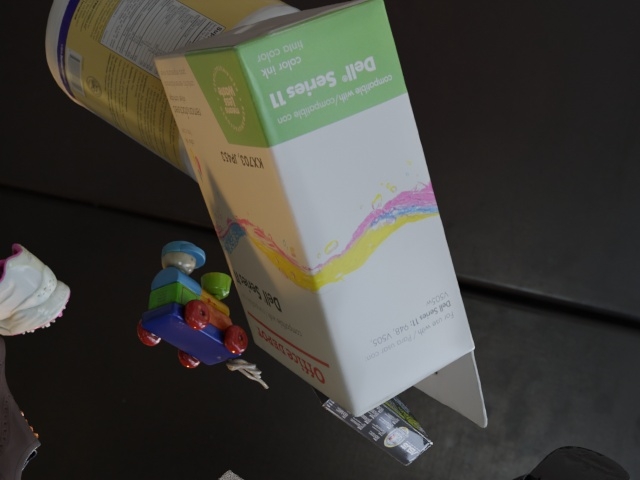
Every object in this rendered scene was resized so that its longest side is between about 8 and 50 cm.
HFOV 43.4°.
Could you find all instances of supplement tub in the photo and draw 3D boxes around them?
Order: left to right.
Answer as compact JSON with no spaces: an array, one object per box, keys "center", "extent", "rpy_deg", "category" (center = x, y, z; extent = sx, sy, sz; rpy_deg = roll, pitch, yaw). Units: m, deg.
[{"center":[-0.142,-0.208,0.992],"extent":[0.331,0.241,0.241],"rpy_deg":[33,-174,19],"category":"supplement tub"}]

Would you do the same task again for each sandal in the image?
[{"center":[0.188,0.222,0.664],"extent":[0.097,0.054,0.254],"rpy_deg":[18,-159,27],"category":"sandal"}]

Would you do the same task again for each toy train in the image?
[{"center":[-0.154,0.113,1.191],"extent":[0.105,0.143,0.248],"rpy_deg":[-20,142,26],"category":"toy train"}]

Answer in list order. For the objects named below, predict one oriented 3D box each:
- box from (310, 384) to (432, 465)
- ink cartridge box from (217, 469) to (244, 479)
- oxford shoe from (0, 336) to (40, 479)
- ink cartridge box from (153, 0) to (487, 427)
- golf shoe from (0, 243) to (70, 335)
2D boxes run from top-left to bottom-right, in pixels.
[{"center":[0.045,0.213,1.252],"extent":[0.270,0.060,0.216],"rpy_deg":[44,-174,-45],"category":"box"},{"center":[-0.072,0.293,0.741],"extent":[0.143,0.090,0.092],"rpy_deg":[22,-136,34],"category":"ink cartridge box"},{"center":[-0.398,0.235,0.988],"extent":[0.098,0.271,0.097],"rpy_deg":[8,143,-26],"category":"oxford shoe"},{"center":[0.000,0.000,0.659],"extent":[0.119,0.353,0.207],"rpy_deg":[-25,-161,-21],"category":"ink cartridge box"},{"center":[-0.549,0.096,1.241],"extent":[0.306,0.140,0.115],"rpy_deg":[-21,-145,3],"category":"golf shoe"}]
